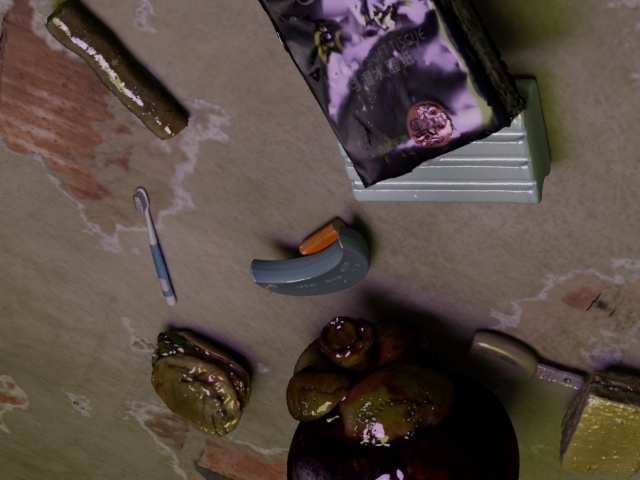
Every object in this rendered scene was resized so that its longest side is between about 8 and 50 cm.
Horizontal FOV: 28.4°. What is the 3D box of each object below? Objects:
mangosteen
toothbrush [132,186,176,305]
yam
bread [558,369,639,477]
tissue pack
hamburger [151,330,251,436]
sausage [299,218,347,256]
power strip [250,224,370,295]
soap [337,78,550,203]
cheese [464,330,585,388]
[{"bbox_3d":[0.105,0.334,2.028,0.421,0.381,0.381,42,137,-3],"label":"mangosteen"},{"bbox_3d":[-0.276,0.019,2.115,0.019,0.025,0.276,7,137,16],"label":"toothbrush"},{"bbox_3d":[-0.290,-0.239,1.821,0.061,0.061,0.253,-22,123,39],"label":"yam"},{"bbox_3d":[0.464,0.286,2.005,0.138,0.102,0.196,9,137,-1],"label":"bread"},{"bbox_3d":[0.072,-0.245,1.544,0.245,0.123,0.332,-21,103,37],"label":"tissue pack"},{"bbox_3d":[-0.212,0.252,2.282,0.206,0.130,0.183,32,140,18],"label":"hamburger"},{"bbox_3d":[0.000,0.000,1.969,0.031,0.031,0.107,38,138,-17],"label":"sausage"},{"bbox_3d":[-0.012,0.043,1.970,0.216,0.044,0.137,-23,148,32],"label":"power strip"},{"bbox_3d":[0.164,-0.133,1.710,0.265,0.087,0.160,1,134,24],"label":"soap"},{"bbox_3d":[0.329,0.201,2.033,0.192,0.037,0.097,16,141,6],"label":"cheese"}]
